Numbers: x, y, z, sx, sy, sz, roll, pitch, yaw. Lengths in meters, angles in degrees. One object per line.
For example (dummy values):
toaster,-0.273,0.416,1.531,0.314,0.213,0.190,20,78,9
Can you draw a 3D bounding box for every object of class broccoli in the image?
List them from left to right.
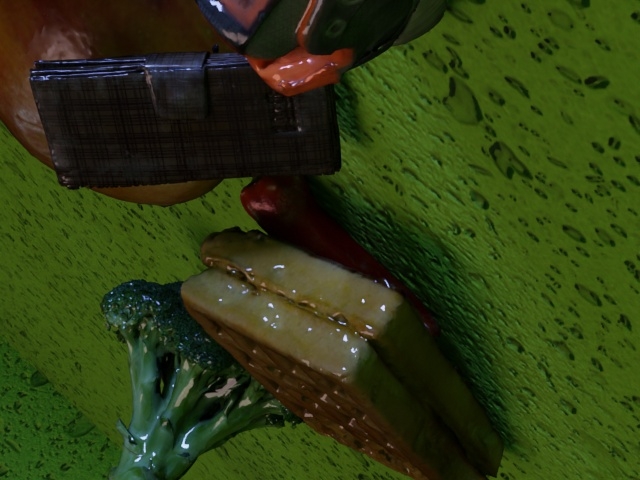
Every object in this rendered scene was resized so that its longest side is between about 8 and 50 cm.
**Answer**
broccoli,-0.152,0.168,1.545,0.269,0.269,0.254,46,165,3

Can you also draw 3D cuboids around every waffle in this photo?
waffle,0.030,0.123,1.244,0.224,0.098,0.328,24,161,36

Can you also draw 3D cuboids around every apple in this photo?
apple,-0.190,-0.187,1.159,0.346,0.254,0.179,43,-160,10

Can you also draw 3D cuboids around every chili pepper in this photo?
chili pepper,0.000,0.000,1.227,0.272,0.063,0.071,45,173,-2

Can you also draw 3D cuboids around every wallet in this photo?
wallet,-0.101,-0.095,1.058,0.230,0.042,0.124,-1,134,6

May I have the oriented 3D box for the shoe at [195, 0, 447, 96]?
shoe,0.003,-0.176,0.718,0.132,0.171,0.336,44,160,9
